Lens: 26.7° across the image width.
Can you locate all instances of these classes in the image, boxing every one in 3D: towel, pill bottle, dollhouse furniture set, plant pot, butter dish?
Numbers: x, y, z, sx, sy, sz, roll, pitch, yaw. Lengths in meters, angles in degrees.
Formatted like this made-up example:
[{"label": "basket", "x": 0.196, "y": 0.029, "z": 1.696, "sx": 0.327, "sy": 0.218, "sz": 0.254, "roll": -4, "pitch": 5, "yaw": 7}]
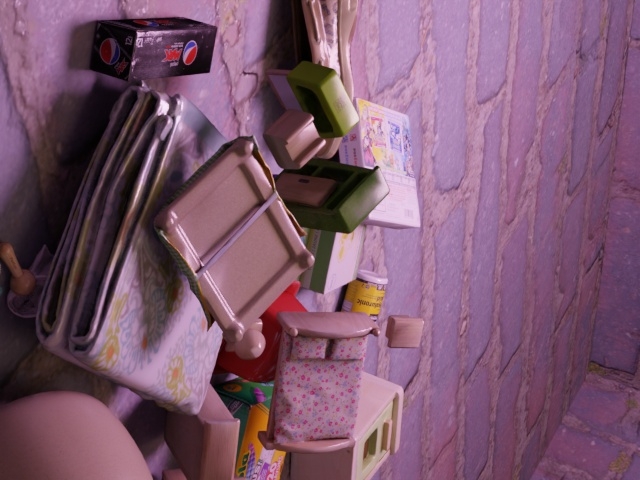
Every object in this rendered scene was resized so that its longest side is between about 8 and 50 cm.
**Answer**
[{"label": "towel", "x": -0.187, "y": 0.019, "z": 1.585, "sx": 0.374, "sy": 0.090, "sz": 0.320, "roll": 47, "pitch": 59, "yaw": -66}, {"label": "pill bottle", "x": 0.070, "y": 0.111, "z": 2.299, "sx": 0.065, "sy": 0.065, "sz": 0.116, "roll": -4, "pitch": 111, "yaw": -65}, {"label": "dollhouse furniture set", "x": -0.019, "y": 0.269, "z": 1.840, "sx": 0.356, "sy": 0.174, "sz": 0.303, "roll": 0, "pitch": 110, "yaw": -22}, {"label": "plant pot", "x": -0.276, "y": 0.329, "z": 1.440, "sx": 0.284, "sy": 0.191, "sz": 0.284, "roll": -28, "pitch": 135, "yaw": -32}, {"label": "dollhouse furniture set", "x": -0.090, "y": -0.050, "z": 1.583, "sx": 0.301, "sy": 0.151, "sz": 0.197, "roll": -46, "pitch": 126, "yaw": -26}, {"label": "butter dish", "x": -0.065, "y": 0.148, "z": 1.935, "sx": 0.160, "sy": 0.118, "sz": 0.160, "roll": -59, "pitch": 158, "yaw": 12}]

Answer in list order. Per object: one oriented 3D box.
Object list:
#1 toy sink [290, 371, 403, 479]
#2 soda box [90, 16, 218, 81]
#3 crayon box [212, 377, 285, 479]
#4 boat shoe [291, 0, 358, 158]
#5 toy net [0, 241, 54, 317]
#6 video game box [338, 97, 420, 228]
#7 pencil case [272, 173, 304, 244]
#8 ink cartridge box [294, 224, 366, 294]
[{"label": "toy sink", "x": 0.061, "y": 0.319, "z": 2.353, "sx": 0.234, "sy": 0.131, "sz": 0.152, "roll": -43, "pitch": 145, "yaw": -49}, {"label": "soda box", "x": -0.184, "y": -0.215, "z": 1.509, "sx": 0.169, "sy": 0.053, "sz": 0.060, "roll": -19, "pitch": 125, "yaw": -61}, {"label": "crayon box", "x": -0.128, "y": 0.344, "z": 2.017, "sx": 0.165, "sy": 0.081, "sz": 0.278, "roll": -11, "pitch": 118, "yaw": -64}, {"label": "boat shoe", "x": -0.010, "y": -0.248, "z": 1.836, "sx": 0.089, "sy": 0.104, "sz": 0.285, "roll": -7, "pitch": 114, "yaw": -23}, {"label": "toy net", "x": -0.329, "y": 0.062, "z": 1.406, "sx": 0.232, "sy": 0.045, "sz": 0.122, "roll": 4, "pitch": 103, "yaw": -66}, {"label": "video game box", "x": 0.090, "y": -0.116, "z": 2.102, "sx": 0.205, "sy": 0.048, "sz": 0.187, "roll": 8, "pitch": 77, "yaw": -64}, {"label": "pencil case", "x": -0.060, "y": -0.021, "z": 1.914, "sx": 0.064, "sy": 0.070, "sz": 0.151, "roll": -96, "pitch": -179, "yaw": -49}, {"label": "ink cartridge box", "x": 0.000, "y": 0.000, "z": 2.079, "sx": 0.235, "sy": 0.056, "sz": 0.171, "roll": -25, "pitch": 130, "yaw": -62}]
